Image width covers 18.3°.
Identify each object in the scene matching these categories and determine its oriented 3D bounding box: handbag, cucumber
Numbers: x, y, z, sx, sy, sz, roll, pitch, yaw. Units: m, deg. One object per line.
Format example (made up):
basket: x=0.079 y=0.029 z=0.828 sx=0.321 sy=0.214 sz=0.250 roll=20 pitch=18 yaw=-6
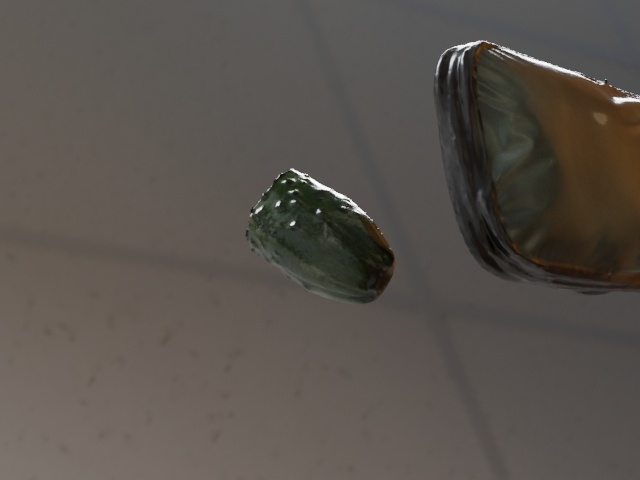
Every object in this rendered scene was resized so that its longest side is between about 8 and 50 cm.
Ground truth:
handbag: x=0.222 y=-0.045 z=1.563 sx=0.332 sy=0.075 sz=0.191 roll=10 pitch=-117 yaw=-42
cucumber: x=0.000 y=0.000 z=1.294 sx=0.107 sy=0.067 sz=0.035 roll=30 pitch=-179 yaw=35
